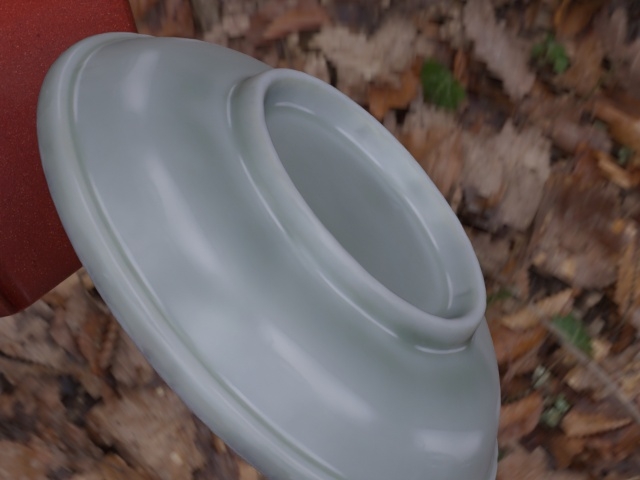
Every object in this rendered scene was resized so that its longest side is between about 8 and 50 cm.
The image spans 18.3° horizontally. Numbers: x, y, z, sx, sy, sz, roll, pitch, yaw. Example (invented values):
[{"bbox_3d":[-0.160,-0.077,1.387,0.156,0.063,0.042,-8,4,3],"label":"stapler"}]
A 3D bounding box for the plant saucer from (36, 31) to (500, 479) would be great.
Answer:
[{"bbox_3d":[0.000,0.000,1.273,0.100,0.400,0.400,-41,80,23],"label":"plant saucer"}]

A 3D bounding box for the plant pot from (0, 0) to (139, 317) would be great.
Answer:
[{"bbox_3d":[-0.278,-0.076,1.574,0.267,0.267,0.235,-40,108,-36],"label":"plant pot"}]
